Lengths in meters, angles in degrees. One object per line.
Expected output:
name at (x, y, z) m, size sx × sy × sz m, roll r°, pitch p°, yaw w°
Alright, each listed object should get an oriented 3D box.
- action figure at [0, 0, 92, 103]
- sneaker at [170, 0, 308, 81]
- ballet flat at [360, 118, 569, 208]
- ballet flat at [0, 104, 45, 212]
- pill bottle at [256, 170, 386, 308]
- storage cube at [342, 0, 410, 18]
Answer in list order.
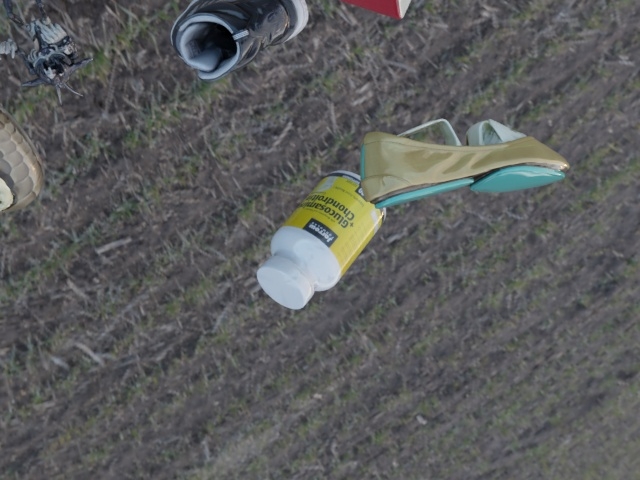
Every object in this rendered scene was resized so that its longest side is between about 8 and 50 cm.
action figure at (-0.578, -0.409, 1.578) m, size 0.164 × 0.141 × 0.275 m, roll -20°, pitch 105°, yaw 9°
sneaker at (-0.153, -0.282, 1.071) m, size 0.153 × 0.268 × 0.101 m, roll -42°, pitch 117°, yaw -38°
ballet flat at (0.138, -0.080, 0.721) m, size 0.232 × 0.073 × 0.080 m, roll -8°, pitch 171°, yaw -31°
ballet flat at (-0.227, -0.069, 0.314) m, size 0.084 × 0.058 × 0.250 m, roll -25°, pitch 137°, yaw 29°
pill bottle at (0.000, 0.000, 1.021) m, size 0.184 × 0.103 × 0.103 m, roll -51°, pitch 148°, yaw -32°
storage cube at (0.027, -0.382, 0.824) m, size 0.183 × 0.193 × 0.215 m, roll -64°, pitch 165°, yaw -11°
